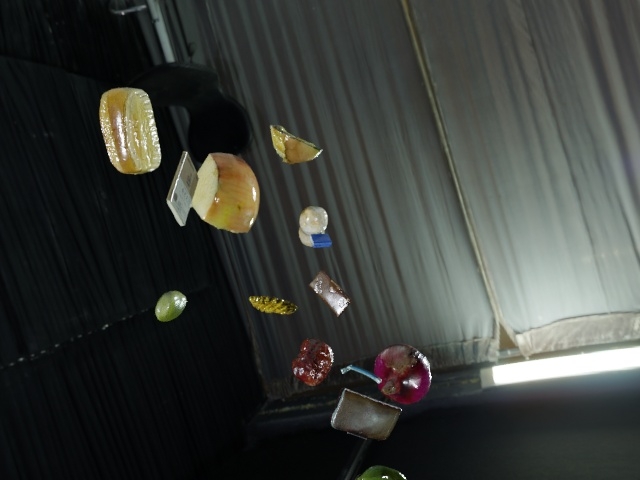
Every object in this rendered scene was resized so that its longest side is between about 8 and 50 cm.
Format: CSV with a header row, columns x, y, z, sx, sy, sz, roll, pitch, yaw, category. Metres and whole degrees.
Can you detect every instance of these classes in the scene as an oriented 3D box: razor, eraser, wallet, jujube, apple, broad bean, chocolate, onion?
x,y,z,sx,sy,sz,roll,pitch,yaw,category
0.183,0.578,1.912,0.191,0.037,0.068,7,-169,41,razor
0.000,0.000,1.916,0.084,0.063,0.027,-2,133,-21,eraser
0.035,0.198,1.663,0.026,0.176,0.095,1,130,-55,wallet
-0.040,0.658,2.364,0.232,0.213,0.213,-57,-161,-21,jujube
-0.372,-0.181,1.798,0.252,0.314,0.309,-7,167,38,apple
0.261,0.910,1.573,0.144,0.292,0.049,-56,176,-14,broad bean
-0.573,0.246,1.662,0.082,0.124,0.174,25,180,7,broad bean
0.146,0.586,1.454,0.255,0.137,0.031,29,175,-25,wallet
-0.034,-0.066,2.030,0.134,0.134,0.309,-16,159,-9,chocolate
0.448,0.785,2.503,0.347,0.348,0.385,-15,-179,31,onion

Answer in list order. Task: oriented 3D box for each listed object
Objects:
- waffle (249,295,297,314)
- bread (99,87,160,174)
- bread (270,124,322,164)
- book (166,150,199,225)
x,y,z,sx,sy,sz,roll,pitch,yaw,category
-0.236,0.320,2.165,0.228,0.051,0.231,1,158,26,waffle
-0.532,-0.300,1.218,0.140,0.236,0.106,3,-161,28,bread
-0.131,-0.413,1.972,0.251,0.174,0.133,15,111,-50,bread
-0.434,-0.164,1.390,0.016,0.199,0.138,3,148,6,book
